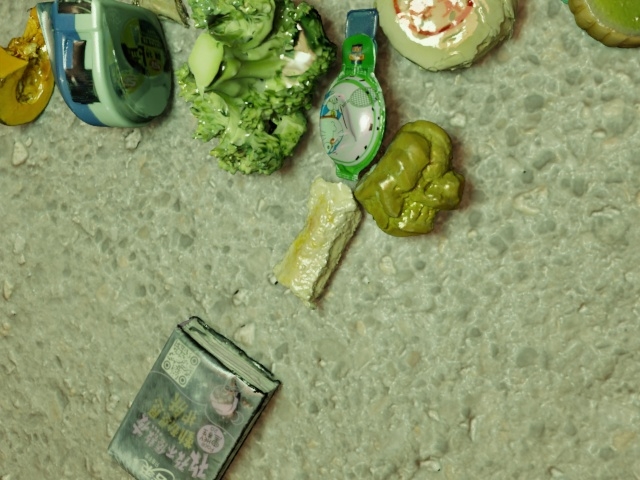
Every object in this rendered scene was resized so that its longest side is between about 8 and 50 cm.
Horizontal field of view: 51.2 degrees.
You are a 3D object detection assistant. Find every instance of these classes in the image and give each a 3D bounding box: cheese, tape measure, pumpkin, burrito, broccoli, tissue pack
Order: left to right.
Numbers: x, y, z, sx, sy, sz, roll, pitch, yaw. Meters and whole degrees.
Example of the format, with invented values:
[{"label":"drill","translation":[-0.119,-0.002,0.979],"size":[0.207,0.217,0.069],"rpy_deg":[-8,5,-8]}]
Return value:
[{"label":"pumpkin","translation":[-0.685,-0.402,1.486],"size":[0.139,0.190,0.281],"rpy_deg":[30,101,15]},{"label":"tape measure","translation":[-0.419,-0.361,1.366],"size":[0.138,0.259,0.262],"rpy_deg":[-2,101,20]},{"label":"burrito","translation":[-0.347,-0.508,1.450],"size":[0.149,0.041,0.055],"rpy_deg":[22,113,12]},{"label":"tissue pack","translation":[-0.284,0.385,1.451],"size":[0.259,0.122,0.361],"rpy_deg":[33,105,15]},{"label":"broccoli","translation":[-0.136,-0.329,1.282],"size":[0.277,0.317,0.338],"rpy_deg":[35,78,20]},{"label":"cheese","translation":[0.063,-0.275,1.279],"size":[0.204,0.083,0.321],"rpy_deg":[22,113,54]}]

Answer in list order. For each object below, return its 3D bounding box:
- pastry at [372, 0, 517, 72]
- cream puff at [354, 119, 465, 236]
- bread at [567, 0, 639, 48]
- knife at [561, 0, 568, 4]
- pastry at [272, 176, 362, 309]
[{"label":"pastry","translation":[0.228,-0.432,1.227],"size":[0.264,0.133,0.265],"rpy_deg":[2,98,16]},{"label":"cream puff","translation":[0.176,-0.107,1.245],"size":[0.194,0.194,0.221],"rpy_deg":[39,108,12]},{"label":"bread","translation":[0.535,-0.446,1.139],"size":[0.236,0.070,0.236],"rpy_deg":[0,93,6]},{"label":"knife","translation":[0.430,-0.554,1.207],"size":[0.063,0.034,0.260],"rpy_deg":[-16,86,14]},{"label":"pastry","translation":[-0.006,-0.001,1.349],"size":[0.121,0.089,0.258],"rpy_deg":[27,100,17]}]
